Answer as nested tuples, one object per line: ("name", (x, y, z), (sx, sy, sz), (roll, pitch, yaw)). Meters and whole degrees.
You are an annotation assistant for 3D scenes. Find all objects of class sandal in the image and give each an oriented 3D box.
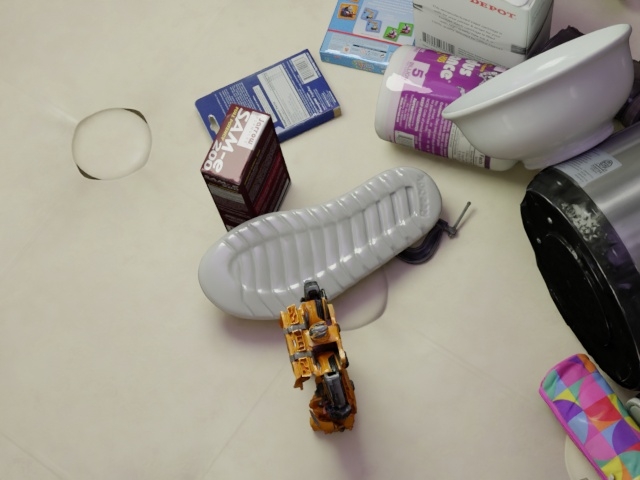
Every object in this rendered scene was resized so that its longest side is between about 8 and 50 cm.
("sandal", (0.005, 0.015, 1.946), (0.416, 0.102, 0.169), (-21, 87, -9))

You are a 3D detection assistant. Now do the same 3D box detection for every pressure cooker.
("pressure cooker", (0.552, -0.018, 1.750), (0.420, 0.375, 0.369), (-28, 64, -5))

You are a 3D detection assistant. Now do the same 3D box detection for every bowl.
("bowl", (0.338, -0.193, 1.755), (0.298, 0.298, 0.134), (-28, 100, -6))

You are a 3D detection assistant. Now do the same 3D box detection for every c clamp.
("c clamp", (0.149, -0.032, 1.992), (0.161, 0.022, 0.137), (23, 77, 14))

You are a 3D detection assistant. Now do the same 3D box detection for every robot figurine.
("robot figurine", (-0.001, 0.182, 1.766), (0.085, 0.291, 0.211), (-14, 65, 0))

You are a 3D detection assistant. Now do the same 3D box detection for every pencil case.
("pencil case", (0.418, 0.284, 1.784), (0.104, 0.104, 0.236), (-29, 65, -6))

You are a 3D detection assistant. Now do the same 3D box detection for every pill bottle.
("pill bottle", (0.254, -0.210, 1.974), (0.302, 0.169, 0.169), (16, 69, 12))

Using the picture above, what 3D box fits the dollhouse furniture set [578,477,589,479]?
("dollhouse furniture set", (0.329, 0.455, 1.749), (0.182, 0.161, 0.101), (-32, 99, 34))

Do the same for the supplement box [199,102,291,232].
("supplement box", (-0.116, -0.102, 1.928), (0.073, 0.239, 0.130), (18, 70, 13))

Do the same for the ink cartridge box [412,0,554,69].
("ink cartridge box", (0.269, -0.380, 1.980), (0.211, 0.289, 0.121), (26, 72, 16))

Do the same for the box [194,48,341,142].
("box", (-0.094, -0.231, 2.092), (0.225, 0.036, 0.136), (-25, 66, -6))

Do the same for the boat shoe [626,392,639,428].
("boat shoe", (0.588, 0.310, 1.753), (0.302, 0.114, 0.091), (40, 77, 8))

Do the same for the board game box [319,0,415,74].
("board game box", (0.105, -0.400, 2.143), (0.160, 0.039, 0.211), (14, 70, 12))

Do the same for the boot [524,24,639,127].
("boot", (0.486, -0.290, 1.958), (0.263, 0.091, 0.229), (-30, 55, -35))
